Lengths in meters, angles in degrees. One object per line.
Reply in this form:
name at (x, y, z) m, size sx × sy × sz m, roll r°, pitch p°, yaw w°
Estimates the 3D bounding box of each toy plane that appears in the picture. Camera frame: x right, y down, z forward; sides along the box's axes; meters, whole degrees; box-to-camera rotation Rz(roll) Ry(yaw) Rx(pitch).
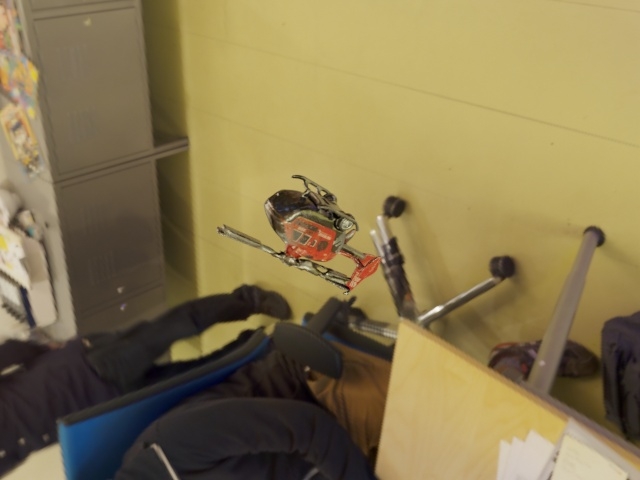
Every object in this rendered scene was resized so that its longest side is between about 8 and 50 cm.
toy plane at (0.000, 0.000, 0.489) m, size 0.060 × 0.145 × 0.037 m, roll -49°, pitch 49°, yaw 12°
